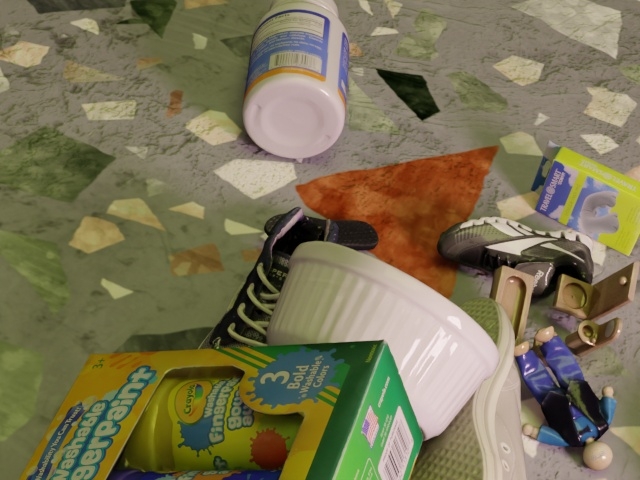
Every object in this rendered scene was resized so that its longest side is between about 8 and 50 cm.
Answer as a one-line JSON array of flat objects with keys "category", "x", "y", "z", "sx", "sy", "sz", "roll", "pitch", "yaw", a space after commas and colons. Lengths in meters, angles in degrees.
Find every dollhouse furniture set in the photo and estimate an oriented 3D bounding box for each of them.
[{"category": "dollhouse furniture set", "x": 0.316, "y": 0.086, "z": 1.983, "sx": 0.151, "sy": 0.123, "sz": 0.144, "roll": 20, "pitch": 67, "yaw": -13}]

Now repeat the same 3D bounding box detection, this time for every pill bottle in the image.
[{"category": "pill bottle", "x": -0.033, "y": -0.263, "z": 2.265, "sx": 0.152, "sy": 0.152, "sz": 0.272, "roll": 10, "pitch": 42, "yaw": -5}]

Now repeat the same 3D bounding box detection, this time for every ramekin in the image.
[{"category": "ramekin", "x": 0.061, "y": 0.126, "z": 1.737, "sx": 0.273, "sy": 0.273, "sz": 0.127, "roll": 27, "pitch": 74, "yaw": 12}]

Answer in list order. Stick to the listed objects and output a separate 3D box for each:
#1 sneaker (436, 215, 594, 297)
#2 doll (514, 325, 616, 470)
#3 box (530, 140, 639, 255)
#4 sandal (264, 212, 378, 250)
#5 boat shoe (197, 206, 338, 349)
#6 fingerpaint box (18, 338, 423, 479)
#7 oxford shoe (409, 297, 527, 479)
[{"category": "sneaker", "x": 0.281, "y": 0.029, "z": 2.101, "sx": 0.234, "sy": 0.078, "sz": 0.106, "roll": 7, "pitch": 41, "yaw": -12}, {"category": "doll", "x": 0.312, "y": 0.210, "z": 1.917, "sx": 0.129, "sy": 0.046, "sz": 0.189, "roll": -29, "pitch": 75, "yaw": -4}, {"category": "box", "x": 0.396, "y": -0.063, "z": 2.206, "sx": 0.178, "sy": 0.109, "sz": 0.042, "roll": 27, "pitch": 45, "yaw": 13}, {"category": "sandal", "x": 0.000, "y": 0.000, "z": 2.087, "sx": 0.179, "sy": 0.040, "sz": 0.067, "roll": 3, "pitch": 47, "yaw": -33}, {"category": "boat shoe", "x": -0.076, "y": 0.098, "z": 1.866, "sx": 0.127, "sy": 0.158, "sz": 0.340, "roll": 20, "pitch": 42, "yaw": 6}, {"category": "fingerpaint box", "x": -0.136, "y": 0.305, "z": 1.514, "sx": 0.371, "sy": 0.163, "sz": 0.445, "roll": -4, "pitch": 37, "yaw": 25}, {"category": "oxford shoe", "x": 0.182, "y": 0.237, "z": 1.829, "sx": 0.130, "sy": 0.169, "sz": 0.449, "roll": 49, "pitch": 25, "yaw": -25}]
